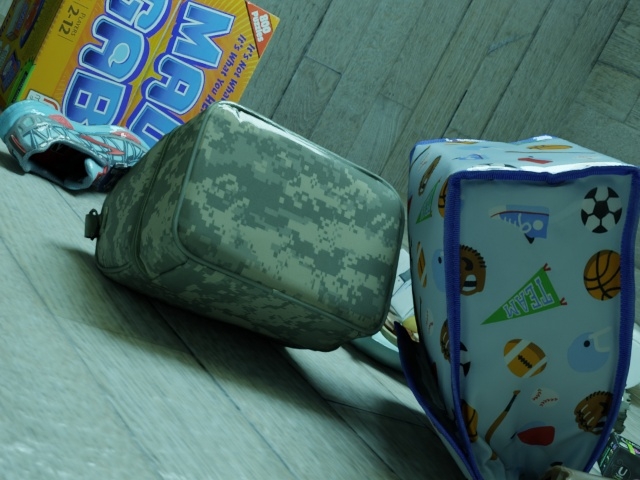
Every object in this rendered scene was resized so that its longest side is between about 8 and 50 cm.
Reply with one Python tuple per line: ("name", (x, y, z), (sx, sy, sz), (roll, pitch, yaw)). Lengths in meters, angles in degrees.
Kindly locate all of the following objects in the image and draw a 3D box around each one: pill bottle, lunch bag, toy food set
("pill bottle", (0.612, 0.234, 2.415), (0.131, 0.131, 0.229), (29, 9, 8))
("lunch bag", (0.203, 0.089, 1.314), (0.238, 0.386, 0.328), (-2, 12, -1))
("lunch bag", (-0.094, 0.003, 1.362), (0.305, 0.213, 0.256), (24, -29, -26))
("toy food set", (0.136, 0.132, 1.619), (0.192, 0.039, 0.132), (25, 9, -15))

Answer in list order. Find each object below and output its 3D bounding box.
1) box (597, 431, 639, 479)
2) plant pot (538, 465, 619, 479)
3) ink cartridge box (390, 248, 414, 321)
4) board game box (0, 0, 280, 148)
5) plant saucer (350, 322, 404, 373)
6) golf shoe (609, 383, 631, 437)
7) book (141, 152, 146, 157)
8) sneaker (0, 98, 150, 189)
("box", (0.433, 0.315, 1.661), (0.062, 0.052, 0.083), (28, 7, 4))
("plant pot", (0.267, 0.282, 1.037), (0.165, 0.167, 0.167), (20, 9, -4))
("ink cartridge box", (0.172, 0.110, 1.861), (0.139, 0.082, 0.191), (45, 1, -21))
("board game box", (-0.357, -0.352, 2.128), (0.356, 0.357, 0.356), (22, 11, -30))
("plant saucer", (0.095, 0.147, 1.663), (0.195, 0.037, 0.195), (27, 8, -4))
("golf shoe", (0.399, 0.243, 1.904), (0.120, 0.105, 0.273), (7, 10, -20))
("book", (-0.213, -0.050, 1.674), (0.144, 0.096, 0.035), (31, 9, 20))
("sneaker", (-0.343, -0.107, 1.705), (0.261, 0.104, 0.125), (15, 32, -40))
